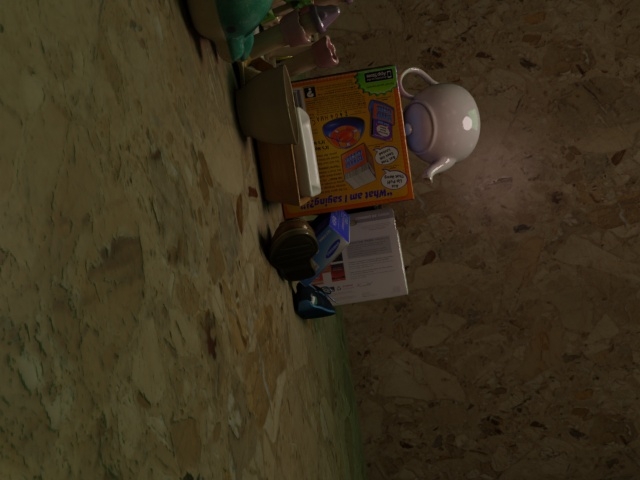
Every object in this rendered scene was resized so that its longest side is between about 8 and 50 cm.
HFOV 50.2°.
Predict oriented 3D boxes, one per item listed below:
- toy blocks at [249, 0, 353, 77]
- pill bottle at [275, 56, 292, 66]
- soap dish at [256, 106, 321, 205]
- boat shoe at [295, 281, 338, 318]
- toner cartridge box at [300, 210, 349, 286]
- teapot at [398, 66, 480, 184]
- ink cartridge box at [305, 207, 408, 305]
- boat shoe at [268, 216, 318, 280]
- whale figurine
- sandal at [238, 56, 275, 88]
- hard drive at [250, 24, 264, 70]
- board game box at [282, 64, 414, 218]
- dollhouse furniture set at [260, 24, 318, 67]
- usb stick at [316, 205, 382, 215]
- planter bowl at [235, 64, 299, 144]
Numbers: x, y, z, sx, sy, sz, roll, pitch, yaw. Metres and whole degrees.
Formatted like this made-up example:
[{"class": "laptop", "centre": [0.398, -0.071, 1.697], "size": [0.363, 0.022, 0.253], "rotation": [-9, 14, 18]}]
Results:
[{"class": "toy blocks", "centre": [-0.031, -0.525, 1.370], "size": [0.288, 0.259, 0.309], "rotation": [-14, 85, -74]}, {"class": "pill bottle", "centre": [-0.124, -0.567, 1.835], "size": [0.103, 0.103, 0.184], "rotation": [-90, 170, -63]}, {"class": "soap dish", "centre": [-0.077, -0.199, 1.630], "size": [0.291, 0.118, 0.229], "rotation": [-61, 143, -83]}, {"class": "boat shoe", "centre": [-0.010, 0.162, 1.884], "size": [0.258, 0.108, 0.089], "rotation": [72, 6, -75]}, {"class": "toner cartridge box", "centre": [0.000, 0.000, 1.877], "size": [0.075, 0.165, 0.348], "rotation": [42, 12, -7]}, {"class": "teapot", "centre": [0.315, -0.332, 1.945], "size": [0.256, 0.187, 0.253], "rotation": [49, -41, 45]}, {"class": "ink cartridge box", "centre": [0.098, 0.057, 2.118], "size": [0.130, 0.309, 0.272], "rotation": [28, 54, -85]}, {"class": "boat shoe", "centre": [-0.067, 0.003, 1.536], "size": [0.307, 0.110, 0.105], "rotation": [98, -18, -70]}, {"class": "whale figurine", "centre": [-0.136, -0.398, 1.127], "size": [0.272, 0.141, 0.217], "rotation": [63, 18, -78]}, {"class": "sandal", "centre": [-0.136, -0.361, 1.439], "size": [0.240, 0.079, 0.088], "rotation": [75, 8, -53]}, {"class": "hard drive", "centre": [-0.175, -0.548, 1.554], "size": [0.203, 0.040, 0.308], "rotation": [59, 23, -78]}, {"class": "board game box", "centre": [0.056, -0.293, 1.951], "size": [0.356, 0.356, 0.357], "rotation": [-80, 161, -76]}, {"class": "dollhouse furniture set", "centre": [-0.089, -0.496, 1.700], "size": [0.184, 0.129, 0.129], "rotation": [133, -50, -76]}, {"class": "usb stick", "centre": [0.057, -0.106, 2.142], "size": [0.077, 0.277, 0.045], "rotation": [68, 32, -49]}, {"class": "planter bowl", "centre": [-0.111, -0.267, 1.390], "size": [0.162, 0.109, 0.162], "rotation": [-9, 90, -86]}]
